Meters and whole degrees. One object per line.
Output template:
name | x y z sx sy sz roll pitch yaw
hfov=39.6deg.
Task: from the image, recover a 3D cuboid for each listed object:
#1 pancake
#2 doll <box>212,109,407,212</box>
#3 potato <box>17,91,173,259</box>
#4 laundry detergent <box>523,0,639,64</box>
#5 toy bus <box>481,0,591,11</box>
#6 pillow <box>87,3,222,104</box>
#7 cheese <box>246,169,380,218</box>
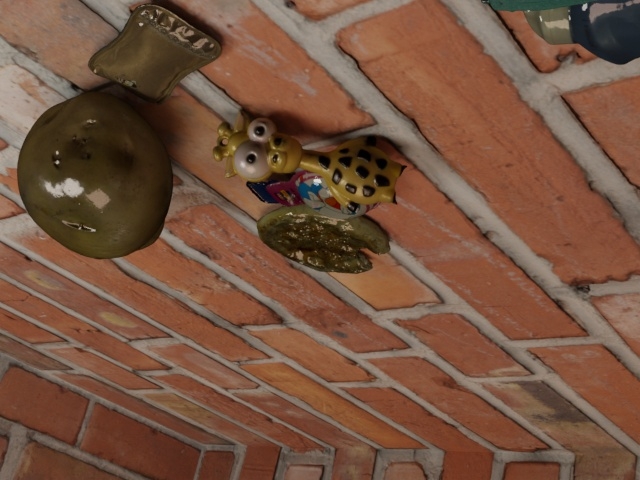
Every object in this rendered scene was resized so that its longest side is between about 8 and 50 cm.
pancake | 0.000 0.000 1.643 0.254 0.037 0.253 10 155 5
doll | -0.018 -0.120 1.331 0.291 0.117 0.086 15 175 2
potato | -0.355 -0.093 1.415 0.243 0.221 0.326 16 159 -11
laundry detergent | 0.361 -0.245 0.921 0.290 0.094 0.143 3 159 26
toy bus | 0.183 -0.322 0.777 0.128 0.147 0.256 1 151 28
pillow | -0.236 -0.257 1.239 0.130 0.033 0.217 28 151 -29
cheese | -0.006 -0.079 1.458 0.244 0.062 0.155 1 153 26
